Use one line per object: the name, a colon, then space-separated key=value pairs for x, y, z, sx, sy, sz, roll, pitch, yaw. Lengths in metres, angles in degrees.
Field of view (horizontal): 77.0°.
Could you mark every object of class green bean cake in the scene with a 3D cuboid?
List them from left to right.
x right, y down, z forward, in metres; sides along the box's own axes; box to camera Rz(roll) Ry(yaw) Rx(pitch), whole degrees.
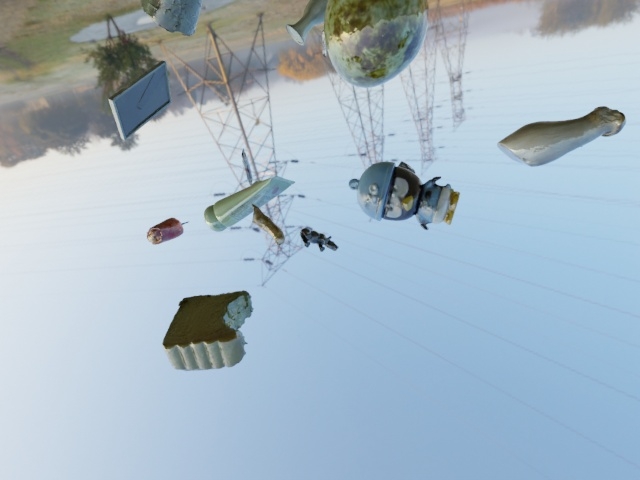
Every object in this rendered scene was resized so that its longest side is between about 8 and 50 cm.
green bean cake: x=-0.313 y=0.264 z=1.180 sx=0.233 sy=0.124 sz=0.236 roll=-8 pitch=-152 yaw=4

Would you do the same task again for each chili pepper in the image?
chili pepper: x=-0.590 y=-0.048 z=1.599 sx=0.086 sy=0.084 sz=0.192 roll=-9 pitch=-164 yaw=34

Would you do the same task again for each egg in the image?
egg: x=0.126 y=-0.491 z=0.947 sx=0.238 sy=0.289 sz=0.238 roll=1 pitch=-116 yaw=-3

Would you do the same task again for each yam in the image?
yam: x=-0.363 y=-0.717 z=1.047 sx=0.168 sy=0.304 sz=0.168 roll=21 pitch=-144 yaw=-16

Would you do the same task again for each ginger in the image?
ginger: x=-0.148 y=-0.043 z=1.100 sx=0.044 sy=0.137 sz=0.057 roll=-48 pitch=180 yaw=-6

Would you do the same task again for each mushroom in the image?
mushroom: x=0.492 y=-0.217 z=0.831 sx=0.225 sy=0.093 sz=0.116 roll=-23 pitch=176 yaw=23

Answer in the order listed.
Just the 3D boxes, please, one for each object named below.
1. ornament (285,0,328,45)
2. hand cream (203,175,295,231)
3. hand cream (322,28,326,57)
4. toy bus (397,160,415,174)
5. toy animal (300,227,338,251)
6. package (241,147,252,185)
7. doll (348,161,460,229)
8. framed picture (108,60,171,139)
ornament: x=-0.023 y=-0.646 z=1.159 sx=0.156 sy=0.075 sz=0.081 roll=-49 pitch=-149 yaw=-1
hand cream: x=-0.232 y=-0.123 z=1.276 sx=0.306 sy=0.093 sz=0.147 roll=-24 pitch=172 yaw=18
hand cream: x=0.017 y=-0.721 z=1.469 sx=0.019 sy=0.093 sz=0.030 roll=-19 pitch=-136 yaw=-20
toy bus: x=0.232 y=-0.166 z=1.269 sx=0.166 sy=0.047 sz=0.065 roll=-56 pitch=-151 yaw=13
toy animal: x=0.000 y=0.000 z=1.184 sx=0.135 sy=0.047 sz=0.065 roll=16 pitch=-159 yaw=-28
package: x=-0.201 y=-0.198 z=1.107 sx=0.015 sy=0.110 sz=0.037 roll=-4 pitch=-134 yaw=5
doll: x=0.231 y=-0.128 z=1.158 sx=0.314 sy=0.177 sz=0.141 roll=15 pitch=-157 yaw=14
framed picture: x=-0.216 y=-0.171 z=0.491 sx=0.006 sy=0.066 sz=0.089 roll=30 pitch=-120 yaw=5
